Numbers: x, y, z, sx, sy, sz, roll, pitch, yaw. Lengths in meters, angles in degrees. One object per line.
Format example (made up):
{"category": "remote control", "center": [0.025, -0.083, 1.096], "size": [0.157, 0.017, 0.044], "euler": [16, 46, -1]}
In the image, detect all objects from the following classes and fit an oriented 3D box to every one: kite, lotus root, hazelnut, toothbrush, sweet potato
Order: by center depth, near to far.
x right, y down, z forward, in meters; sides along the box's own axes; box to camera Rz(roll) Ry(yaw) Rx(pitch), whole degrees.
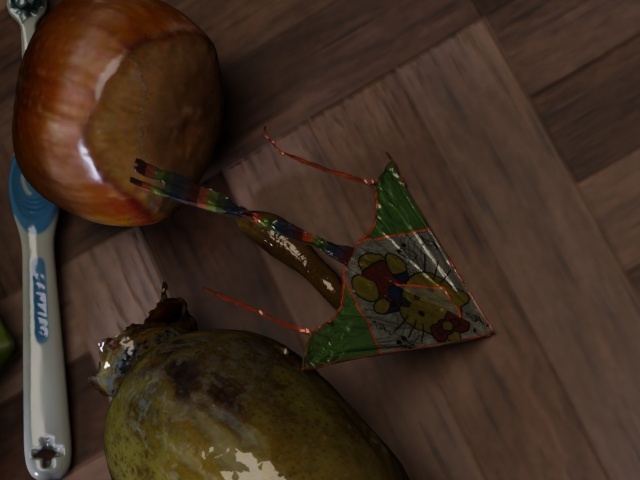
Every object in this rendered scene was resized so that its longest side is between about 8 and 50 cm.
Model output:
{"category": "lotus root", "center": [-0.055, 0.127, 1.157], "size": [0.154, 0.154, 0.278], "euler": [-44, 60, 3]}
{"category": "kite", "center": [0.000, 0.000, 1.188], "size": [0.244, 0.006, 0.198], "euler": [26, 47, -8]}
{"category": "sweet potato", "center": [-0.015, 0.009, 1.249], "size": [0.115, 0.026, 0.026], "euler": [41, 90, 26]}
{"category": "hazelnut", "center": [-0.138, -0.088, 1.261], "size": [0.150, 0.150, 0.150], "euler": [-6, 72, 19]}
{"category": "toothbrush", "center": [-0.193, -0.027, 1.326], "size": [0.040, 0.040, 0.386], "euler": [-10, 74, 17]}

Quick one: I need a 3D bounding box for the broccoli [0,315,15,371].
{"category": "broccoli", "center": [-0.329, 0.078, 1.244], "size": [0.248, 0.245, 0.288], "euler": [40, 121, 27]}
